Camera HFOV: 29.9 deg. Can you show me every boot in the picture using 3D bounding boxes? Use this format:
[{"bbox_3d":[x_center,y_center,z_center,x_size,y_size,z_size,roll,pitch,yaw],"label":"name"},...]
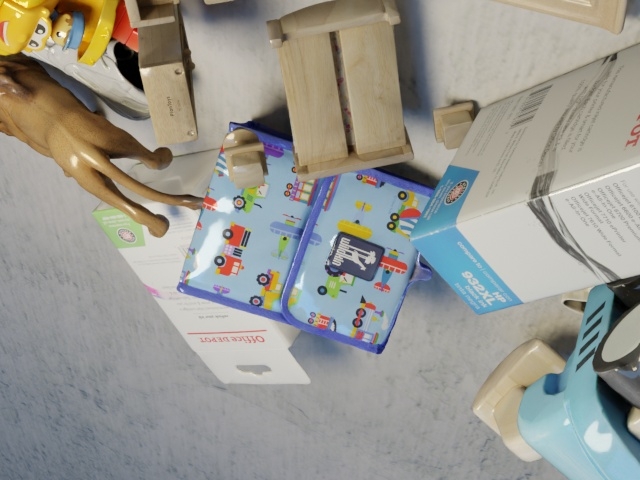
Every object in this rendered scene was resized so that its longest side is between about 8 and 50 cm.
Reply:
[{"bbox_3d":[-0.285,-0.248,1.508,0.258,0.095,0.123,34,160,-27],"label":"boot"}]

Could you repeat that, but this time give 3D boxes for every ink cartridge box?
[{"bbox_3d":[-0.140,0.048,1.737,0.207,0.119,0.353,-5,128,40],"label":"ink cartridge box"},{"bbox_3d":[0.270,-0.069,1.200,0.129,0.223,0.307,48,142,-19],"label":"ink cartridge box"}]

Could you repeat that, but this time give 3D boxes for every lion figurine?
[{"bbox_3d":[-0.336,-0.144,1.553,0.392,0.142,0.240,21,170,38],"label":"lion figurine"}]

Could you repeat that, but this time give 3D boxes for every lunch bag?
[{"bbox_3d":[0.000,0.000,1.506,0.293,0.138,0.221,19,99,5],"label":"lunch bag"}]

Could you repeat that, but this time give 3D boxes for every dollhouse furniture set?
[{"bbox_3d":[-0.022,-0.238,1.325,0.355,0.174,0.303,-11,133,-2],"label":"dollhouse furniture set"}]

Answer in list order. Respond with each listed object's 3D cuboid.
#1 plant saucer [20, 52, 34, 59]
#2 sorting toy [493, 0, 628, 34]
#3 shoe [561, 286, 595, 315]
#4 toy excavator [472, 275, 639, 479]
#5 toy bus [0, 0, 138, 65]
[{"bbox_3d":[-0.534,-0.373,1.580,0.400,0.100,0.400,21,143,17],"label":"plant saucer"},{"bbox_3d":[0.207,-0.305,1.146,0.208,0.038,0.193,22,142,23],"label":"sorting toy"},{"bbox_3d":[0.390,0.098,1.437,0.219,0.058,0.077,27,143,10],"label":"shoe"},{"bbox_3d":[0.301,0.173,1.300,0.222,0.433,0.445,42,124,-7],"label":"toy excavator"},{"bbox_3d":[-0.281,-0.280,1.400,0.211,0.220,0.149,34,140,-11],"label":"toy bus"}]
